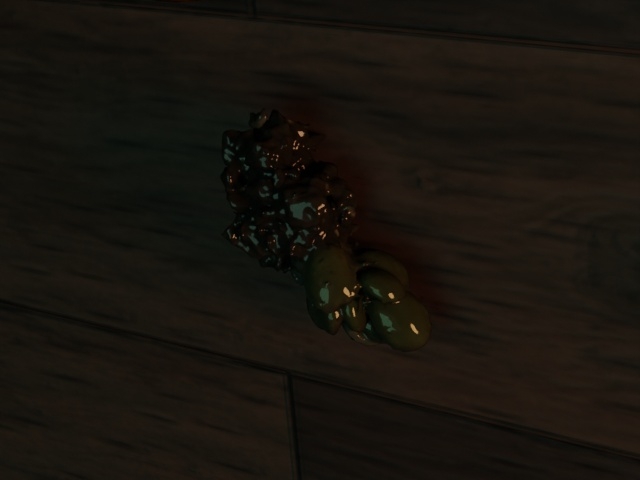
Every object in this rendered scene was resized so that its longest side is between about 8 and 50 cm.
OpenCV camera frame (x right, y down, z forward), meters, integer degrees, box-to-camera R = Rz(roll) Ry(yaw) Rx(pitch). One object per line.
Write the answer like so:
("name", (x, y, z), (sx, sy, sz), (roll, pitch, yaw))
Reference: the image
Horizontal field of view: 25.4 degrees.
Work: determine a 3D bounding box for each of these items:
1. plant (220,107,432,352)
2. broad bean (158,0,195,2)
("plant", (0.000, 0.000, 0.860), (0.174, 0.087, 0.085), (53, 166, -4))
("broad bean", (-0.117, -0.204, 0.829), (0.165, 0.084, 0.114), (36, 163, 13))
